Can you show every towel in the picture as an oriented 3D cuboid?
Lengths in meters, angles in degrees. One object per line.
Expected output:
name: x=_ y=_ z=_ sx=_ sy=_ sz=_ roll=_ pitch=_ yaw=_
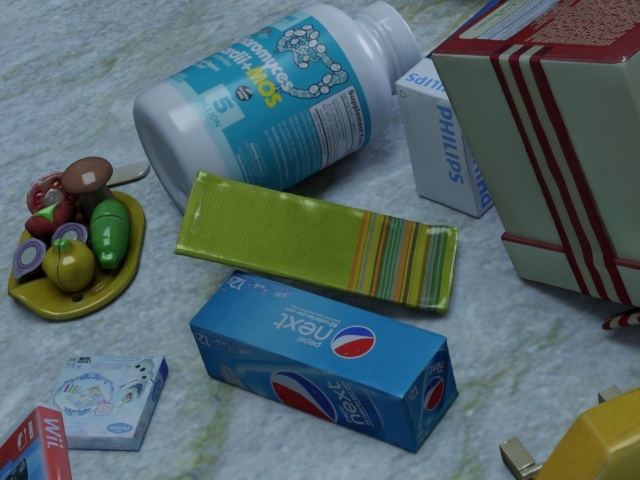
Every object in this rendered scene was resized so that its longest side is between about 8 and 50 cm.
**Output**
towel: x=0.000 y=0.000 z=1.201 sx=0.237 sy=0.021 sz=0.102 roll=13 pitch=42 yaw=-2

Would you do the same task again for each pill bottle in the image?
pill bottle: x=-0.034 y=-0.131 z=1.334 sx=0.264 sy=0.146 sz=0.146 roll=-30 pitch=42 yaw=-17

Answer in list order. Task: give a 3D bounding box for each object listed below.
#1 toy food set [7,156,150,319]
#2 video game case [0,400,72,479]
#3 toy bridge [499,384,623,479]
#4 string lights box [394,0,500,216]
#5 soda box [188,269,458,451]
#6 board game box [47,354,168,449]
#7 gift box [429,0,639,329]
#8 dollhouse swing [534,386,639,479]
toy food set: x=-0.238 y=-0.023 z=1.333 sx=0.128 sy=0.071 sz=0.218 roll=-9 pitch=40 yaw=8
video game case: x=-0.215 y=0.274 z=0.909 sx=0.204 sy=0.025 sz=0.285 roll=-47 pitch=40 yaw=25
toy bridge: x=0.229 y=0.136 z=1.036 sx=0.188 sy=0.026 sz=0.063 roll=-24 pitch=43 yaw=-11
string lights box: x=0.188 y=-0.155 z=1.299 sx=0.076 sy=0.133 sz=0.259 roll=25 pitch=54 yaw=37
soda box: x=0.001 y=0.094 z=1.126 sx=0.210 sy=0.067 sz=0.071 roll=16 pitch=49 yaw=32
board game box: x=-0.183 y=0.135 z=1.174 sx=0.090 sy=0.020 sz=0.090 roll=0 pitch=42 yaw=17
gift box: x=0.268 y=-0.096 z=1.124 sx=0.255 sy=0.258 sz=0.276 roll=-35 pitch=24 yaw=-18
dollhouse swing: x=0.238 y=0.075 z=0.721 sx=0.305 sy=0.347 sz=0.315 roll=-13 pitch=39 yaw=6
